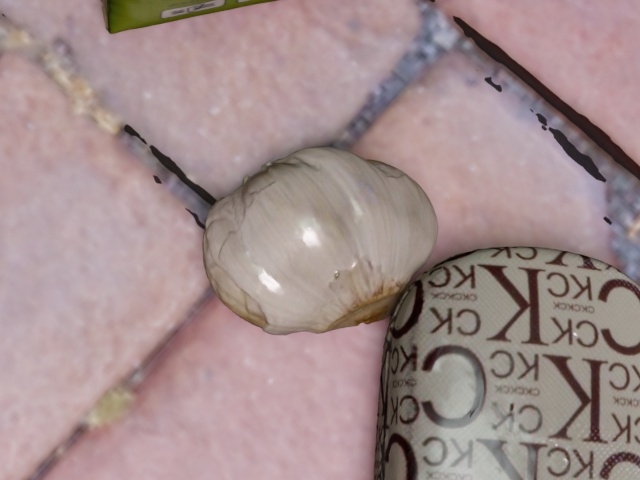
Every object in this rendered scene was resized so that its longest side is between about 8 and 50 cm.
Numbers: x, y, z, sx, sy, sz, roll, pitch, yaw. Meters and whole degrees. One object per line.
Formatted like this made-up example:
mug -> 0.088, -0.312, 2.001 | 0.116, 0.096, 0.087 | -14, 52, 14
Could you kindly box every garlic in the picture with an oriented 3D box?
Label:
garlic -> -0.001, -0.004, 0.692 | 0.113, 0.074, 0.094 | -23, 77, -18

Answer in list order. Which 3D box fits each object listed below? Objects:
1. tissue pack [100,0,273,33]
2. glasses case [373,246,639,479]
tissue pack -> 0.017, -0.218, 0.668 | 0.274, 0.200, 0.167 | -14, 83, -8
glasses case -> 0.090, 0.179, 0.663 | 0.137, 0.085, 0.355 | 4, 80, -11
